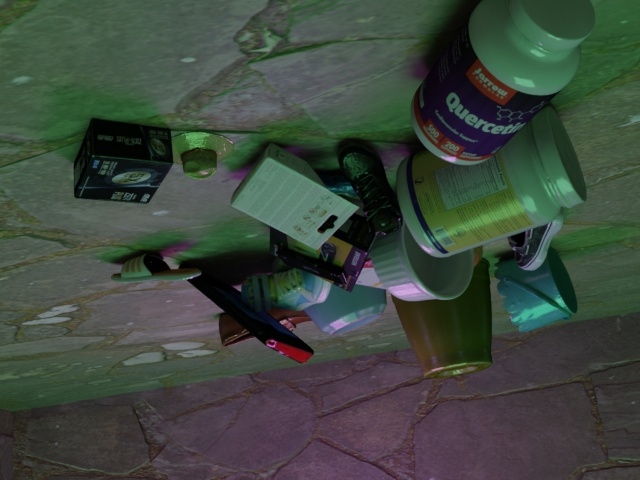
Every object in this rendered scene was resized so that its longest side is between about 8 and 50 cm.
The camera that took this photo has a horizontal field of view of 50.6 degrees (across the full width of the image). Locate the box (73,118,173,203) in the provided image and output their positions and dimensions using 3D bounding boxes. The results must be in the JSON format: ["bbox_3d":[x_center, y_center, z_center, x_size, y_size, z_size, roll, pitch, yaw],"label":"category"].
[{"bbox_3d":[-0.379,-0.144,1.292,0.148,0.077,0.180,4,156,-30],"label":"box"}]

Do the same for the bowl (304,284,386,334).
[{"bbox_3d":[0.085,0.192,2.142,0.312,0.163,0.311,-21,166,-6],"label":"bowl"}]

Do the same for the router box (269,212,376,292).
[{"bbox_3d":[0.000,0.000,1.650,0.243,0.081,0.309,25,159,6],"label":"router box"}]

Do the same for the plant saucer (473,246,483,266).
[{"bbox_3d":[0.414,0.060,2.123,0.200,0.037,0.200,-5,144,-4],"label":"plant saucer"}]

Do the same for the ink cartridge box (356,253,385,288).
[{"bbox_3d":[0.192,0.039,1.923,0.306,0.131,0.226,14,150,-42],"label":"ink cartridge box"}]

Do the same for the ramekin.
[{"bbox_3d":[0.252,0.024,1.719,0.277,0.277,0.135,10,160,-40],"label":"ramekin"}]

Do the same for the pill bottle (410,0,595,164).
[{"bbox_3d":[0.282,-0.267,1.080,0.182,0.181,0.323,-1,158,-18],"label":"pill bottle"}]

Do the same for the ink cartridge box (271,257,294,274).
[{"bbox_3d":[-0.068,0.091,2.063,0.171,0.056,0.235,-1,160,-19],"label":"ink cartridge box"}]

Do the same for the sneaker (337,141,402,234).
[{"bbox_3d":[0.113,-0.101,1.429,0.087,0.130,0.227,-25,125,9],"label":"sneaker"}]

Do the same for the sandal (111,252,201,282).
[{"bbox_3d":[-0.441,0.068,1.826,0.266,0.076,0.102,-4,-175,20],"label":"sandal"}]

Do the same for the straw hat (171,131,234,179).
[{"bbox_3d":[-0.239,-0.155,1.342,0.145,0.061,0.144,-7,160,-3],"label":"straw hat"}]

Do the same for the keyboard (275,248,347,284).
[{"bbox_3d":[-0.024,0.059,1.671,0.180,0.023,0.108,18,163,21],"label":"keyboard"}]

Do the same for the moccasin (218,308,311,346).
[{"bbox_3d":[-0.186,0.312,2.463,0.380,0.146,0.139,-10,159,4],"label":"moccasin"}]

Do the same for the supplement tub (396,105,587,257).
[{"bbox_3d":[0.351,-0.119,1.410,0.331,0.240,0.241,-21,156,29],"label":"supplement tub"}]

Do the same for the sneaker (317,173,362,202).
[{"bbox_3d":[0.063,-0.137,1.517,0.152,0.058,0.084,16,138,-24],"label":"sneaker"}]

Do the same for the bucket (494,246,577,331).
[{"bbox_3d":[0.729,0.162,2.279,0.183,0.281,0.281,-25,154,30],"label":"bucket"}]

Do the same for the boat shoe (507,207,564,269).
[{"bbox_3d":[0.606,-0.018,1.983,0.119,0.121,0.335,-1,148,1],"label":"boat shoe"}]

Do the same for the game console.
[{"bbox_3d":[-0.210,0.215,1.990,0.060,0.387,0.342,-53,152,-6],"label":"game console"}]

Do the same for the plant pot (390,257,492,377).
[{"bbox_3d":[0.436,0.281,2.335,0.367,0.352,0.366,-7,160,-3],"label":"plant pot"}]

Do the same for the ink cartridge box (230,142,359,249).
[{"bbox_3d":[-0.055,-0.089,1.446,0.225,0.056,0.181,26,136,-19],"label":"ink cartridge box"}]

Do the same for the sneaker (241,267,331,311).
[{"bbox_3d":[-0.105,0.130,1.905,0.208,0.127,0.319,1,156,-23],"label":"sneaker"}]
